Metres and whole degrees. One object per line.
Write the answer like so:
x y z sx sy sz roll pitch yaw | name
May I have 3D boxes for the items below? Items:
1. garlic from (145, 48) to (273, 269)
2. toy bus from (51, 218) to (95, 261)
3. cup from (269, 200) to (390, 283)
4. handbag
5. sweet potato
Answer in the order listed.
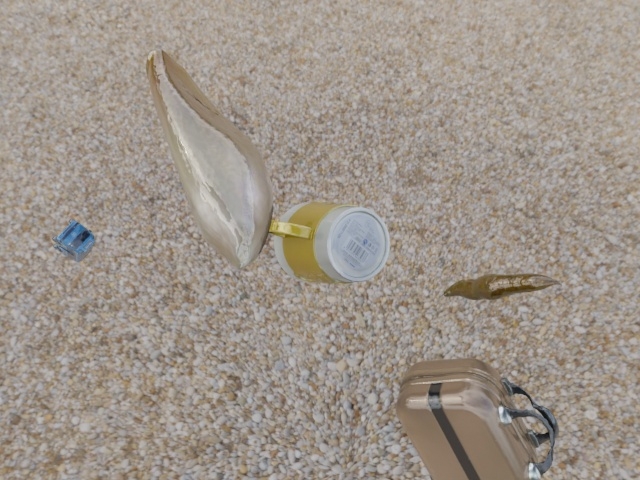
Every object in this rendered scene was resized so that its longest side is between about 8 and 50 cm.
-0.139 -0.102 0.543 0.112 0.143 0.318 -31 73 -12 | garlic
-0.353 0.003 0.624 0.046 0.083 0.038 40 61 -15 | toy bus
0.000 0.000 0.902 0.241 0.226 0.185 14 85 -29 | cup
0.326 0.384 0.876 0.283 0.149 0.302 -22 100 31 | handbag
0.405 0.108 0.997 0.067 0.274 0.067 9 75 -38 | sweet potato
